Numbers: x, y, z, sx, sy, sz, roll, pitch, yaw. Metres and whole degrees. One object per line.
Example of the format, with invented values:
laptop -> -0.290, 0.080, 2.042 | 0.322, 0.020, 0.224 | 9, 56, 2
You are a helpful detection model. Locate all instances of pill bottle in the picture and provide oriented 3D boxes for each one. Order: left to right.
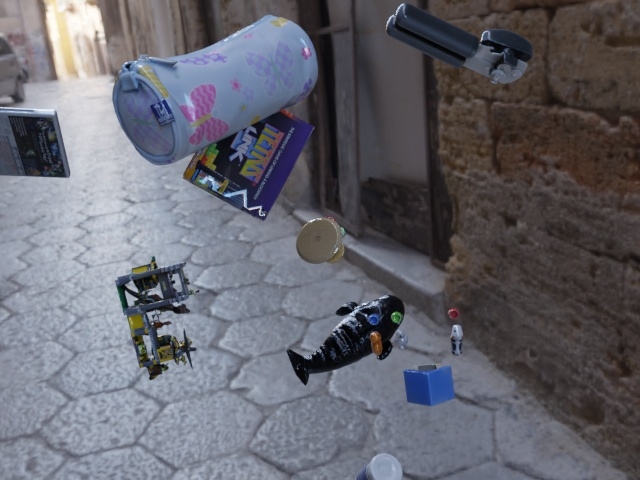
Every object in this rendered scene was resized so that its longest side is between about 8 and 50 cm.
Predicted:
pill bottle -> 0.107, 0.466, 1.276 | 0.067, 0.120, 0.067 | 12, 50, -14

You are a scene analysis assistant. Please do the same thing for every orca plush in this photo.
orca plush -> 0.063, 0.190, 1.403 | 0.288, 0.102, 0.151 | -17, 62, -11

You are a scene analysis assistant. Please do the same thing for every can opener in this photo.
can opener -> 0.255, -0.363, 1.200 | 0.281, 0.093, 0.074 | 15, -21, -17

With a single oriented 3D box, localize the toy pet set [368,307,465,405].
toy pet set -> 0.127, 0.150, 0.846 | 0.122, 0.114, 0.065 | -7, 1, 7

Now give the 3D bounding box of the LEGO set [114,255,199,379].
LEGO set -> -0.397, 0.187, 1.751 | 0.192, 0.331, 0.255 | -14, -7, 1

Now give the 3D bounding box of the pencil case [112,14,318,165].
pencil case -> -0.124, -0.195, 0.823 | 0.114, 0.124, 0.273 | -14, 15, 48

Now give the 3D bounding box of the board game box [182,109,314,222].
board game box -> -0.111, -0.135, 1.011 | 0.141, 0.170, 0.048 | 28, -10, -10

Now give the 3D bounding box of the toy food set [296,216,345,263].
toy food set -> 0.000, 0.000, 1.049 | 0.083, 0.082, 0.020 | -9, -26, 21

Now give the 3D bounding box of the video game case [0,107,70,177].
video game case -> -0.657, -0.214, 1.445 | 0.173, 0.190, 0.022 | 2, 50, -8
